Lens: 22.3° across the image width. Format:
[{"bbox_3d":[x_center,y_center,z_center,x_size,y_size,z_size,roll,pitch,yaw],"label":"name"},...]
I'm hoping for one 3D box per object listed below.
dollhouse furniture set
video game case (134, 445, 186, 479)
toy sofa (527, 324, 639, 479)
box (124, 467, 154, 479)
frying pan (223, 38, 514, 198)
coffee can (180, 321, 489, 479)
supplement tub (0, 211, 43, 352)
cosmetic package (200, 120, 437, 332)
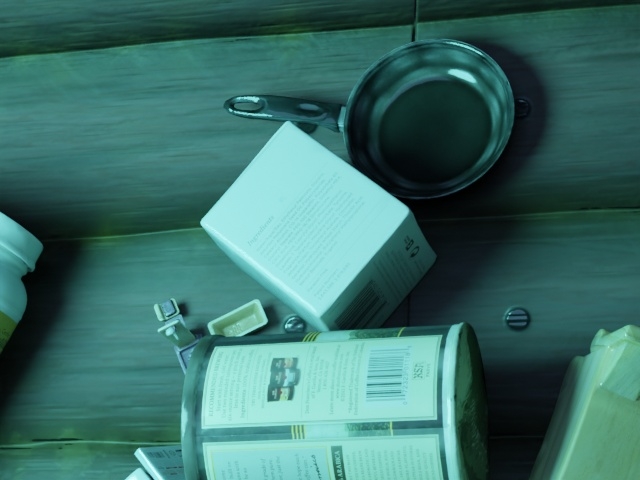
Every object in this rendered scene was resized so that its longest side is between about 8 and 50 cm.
[{"bbox_3d":[-0.128,0.078,1.798,0.114,0.081,0.091,-27,64,5],"label":"dollhouse furniture set"},{"bbox_3d":[-0.135,0.266,1.724,0.122,0.087,0.011,47,109,26],"label":"video game case"},{"bbox_3d":[0.282,0.276,1.582,0.150,0.177,0.363,24,76,-2],"label":"toy sofa"},{"bbox_3d":[-0.204,0.350,1.706,0.170,0.091,0.130,-41,65,-3],"label":"box"},{"bbox_3d":[0.063,-0.115,1.838,0.326,0.053,0.197,-17,65,11],"label":"frying pan"},{"bbox_3d":[0.020,0.190,1.644,0.275,0.201,0.202,-4,68,14],"label":"coffee can"},{"bbox_3d":[-0.471,0.095,1.809,0.228,0.228,0.316,23,77,23],"label":"supplement tub"},{"bbox_3d":[0.000,0.000,1.754,0.183,0.151,0.151,38,83,24],"label":"cosmetic package"}]
